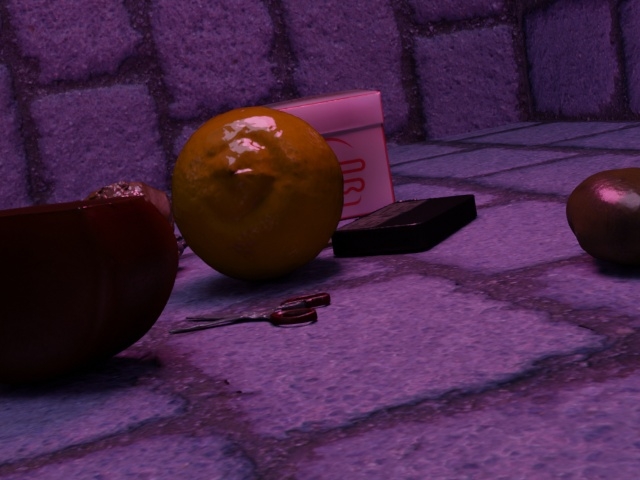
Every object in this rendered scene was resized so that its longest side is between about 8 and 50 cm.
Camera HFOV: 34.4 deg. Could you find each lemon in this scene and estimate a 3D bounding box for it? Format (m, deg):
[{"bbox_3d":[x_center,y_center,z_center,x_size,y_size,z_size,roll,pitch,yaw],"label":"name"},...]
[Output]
[{"bbox_3d":[-0.114,-0.085,1.925,0.348,0.348,0.348,-9,10,2],"label":"lemon"}]

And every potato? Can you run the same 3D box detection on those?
[{"bbox_3d":[0.478,-0.038,1.597,0.174,0.159,0.251,-31,15,12],"label":"potato"}]

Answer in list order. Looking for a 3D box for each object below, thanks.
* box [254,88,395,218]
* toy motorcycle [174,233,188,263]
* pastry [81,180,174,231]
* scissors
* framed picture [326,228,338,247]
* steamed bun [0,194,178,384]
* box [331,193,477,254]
[{"bbox_3d":[0.000,-0.213,2.611,0.312,0.300,0.314,-10,11,-6],"label":"box"},{"bbox_3d":[-0.403,0.042,2.107,0.307,0.108,0.173,-15,17,-21],"label":"toy motorcycle"},{"bbox_3d":[-0.434,-0.025,2.275,0.236,0.121,0.257,-19,-28,0],"label":"pastry"},{"bbox_3d":[-0.114,0.119,1.645,0.248,0.017,0.144,-8,9,14],"label":"scissors"},{"bbox_3d":[0.000,0.000,2.246,0.201,0.010,0.136,-16,11,-39],"label":"framed picture"},{"bbox_3d":[-0.399,0.074,1.488,0.379,0.248,0.235,-5,7,23],"label":"steamed bun"},{"bbox_3d":[0.179,-0.035,2.146,0.211,0.058,0.350,-6,10,28],"label":"box"}]
